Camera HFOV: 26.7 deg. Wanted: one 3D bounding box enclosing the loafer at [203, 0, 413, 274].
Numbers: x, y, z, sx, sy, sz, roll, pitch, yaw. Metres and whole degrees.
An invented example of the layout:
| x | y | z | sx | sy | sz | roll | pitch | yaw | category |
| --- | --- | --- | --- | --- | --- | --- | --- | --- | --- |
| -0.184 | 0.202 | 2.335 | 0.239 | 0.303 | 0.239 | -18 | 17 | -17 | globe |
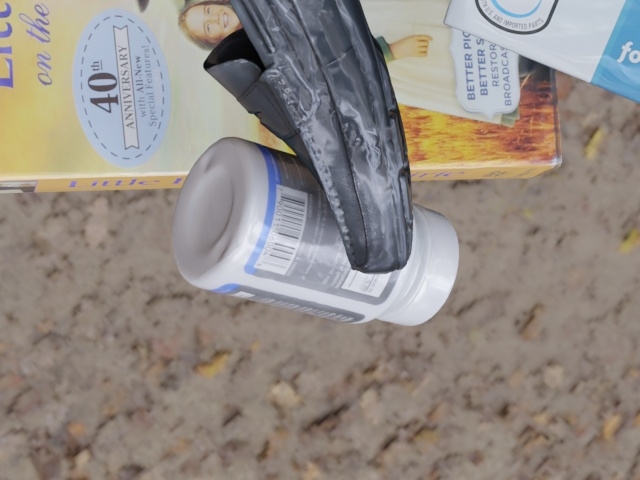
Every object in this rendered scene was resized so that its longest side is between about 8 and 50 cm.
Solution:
| x | y | z | sx | sy | sz | roll | pitch | yaw | category |
| --- | --- | --- | --- | --- | --- | --- | --- | --- | --- |
| -0.013 | -0.084 | 0.602 | 0.078 | 0.076 | 0.223 | -17 | 111 | 6 | loafer |

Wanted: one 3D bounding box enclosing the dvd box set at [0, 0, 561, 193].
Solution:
| x | y | z | sx | sy | sz | roll | pitch | yaw | category |
| --- | --- | --- | --- | --- | --- | --- | --- | --- | --- |
| -0.062 | -0.186 | 0.849 | 0.421 | 0.062 | 0.307 | -2 | 84 | -15 | dvd box set |

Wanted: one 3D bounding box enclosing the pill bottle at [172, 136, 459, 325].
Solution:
| x | y | z | sx | sy | sz | roll | pitch | yaw | category |
| --- | --- | --- | --- | --- | --- | --- | --- | --- | --- |
| 0.000 | 0.000 | 0.697 | 0.137 | 0.078 | 0.078 | 16 | 108 | -34 | pill bottle |

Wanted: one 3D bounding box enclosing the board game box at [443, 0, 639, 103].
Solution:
| x | y | z | sx | sy | sz | roll | pitch | yaw | category |
| --- | --- | --- | --- | --- | --- | --- | --- | --- | --- |
| 0.230 | -0.203 | 0.558 | 0.079 | 0.254 | 0.336 | -50 | 161 | -64 | board game box |
